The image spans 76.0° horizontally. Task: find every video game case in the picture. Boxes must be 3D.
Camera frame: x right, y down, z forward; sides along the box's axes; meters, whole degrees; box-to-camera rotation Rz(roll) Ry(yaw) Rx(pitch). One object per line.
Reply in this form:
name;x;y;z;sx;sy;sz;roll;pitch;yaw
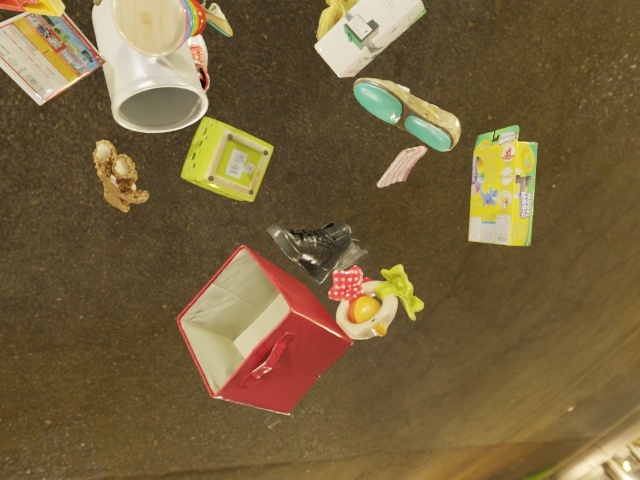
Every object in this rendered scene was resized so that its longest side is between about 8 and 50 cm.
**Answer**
video game case;-0.788;-0.545;1.181;0.025;0.285;0.204;-14;127;34

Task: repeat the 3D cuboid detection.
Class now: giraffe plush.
giraffe plush;0.099;-0.623;1.123;0.170;0.181;0.210;15;147;-12

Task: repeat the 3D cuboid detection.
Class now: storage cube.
storage cube;-0.096;0.157;0.722;0.183;0.215;0.193;-48;135;2

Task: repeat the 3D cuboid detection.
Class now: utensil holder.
utensil holder;-0.624;-0.642;1.495;0.328;0.385;0.327;-18;172;-3

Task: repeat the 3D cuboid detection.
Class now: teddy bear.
teddy bear;-0.778;-0.252;1.597;0.113;0.245;0.338;-59;166;-34

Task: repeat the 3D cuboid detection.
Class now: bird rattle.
bird rattle;0.111;0.148;1.018;0.207;0.253;0.143;-59;133;-38

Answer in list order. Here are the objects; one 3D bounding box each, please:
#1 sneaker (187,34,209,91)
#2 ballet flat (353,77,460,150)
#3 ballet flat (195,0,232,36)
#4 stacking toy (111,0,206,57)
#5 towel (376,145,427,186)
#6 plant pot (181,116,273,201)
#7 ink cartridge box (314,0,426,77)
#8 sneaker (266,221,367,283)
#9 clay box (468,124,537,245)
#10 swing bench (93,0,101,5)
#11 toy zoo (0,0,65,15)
sneaker;-0.520;-0.760;1.747;0.090;0.145;0.270;-4;107;-21
ballet flat;0.264;-0.393;1.225;0.123;0.348;0.123;-56;174;-9
ballet flat;-0.368;-0.741;1.315;0.232;0.080;0.073;11;118;-47
stacking toy;-0.333;-0.499;0.927;0.141;0.330;0.141;0;117;0
towel;0.271;-0.242;1.342;0.197;0.029;0.144;-25;155;-53
plant pot;-0.296;-0.257;1.337;0.227;0.207;0.228;20;93;-31
ink cartridge box;0.112;-0.468;0.904;0.219;0.092;0.160;-35;-172;27
sneaker;0.001;0.001;0.556;0.089;0.051;0.170;-44;142;-1
clay box;0.357;-0.104;0.811;0.053;0.127;0.222;2;93;-17
swing bench;-0.511;-0.788;1.148;0.253;0.255;0.165;-42;135;-31
toy zoo;-0.697;-0.572;0.868;0.192;0.293;0.030;69;35;-72
